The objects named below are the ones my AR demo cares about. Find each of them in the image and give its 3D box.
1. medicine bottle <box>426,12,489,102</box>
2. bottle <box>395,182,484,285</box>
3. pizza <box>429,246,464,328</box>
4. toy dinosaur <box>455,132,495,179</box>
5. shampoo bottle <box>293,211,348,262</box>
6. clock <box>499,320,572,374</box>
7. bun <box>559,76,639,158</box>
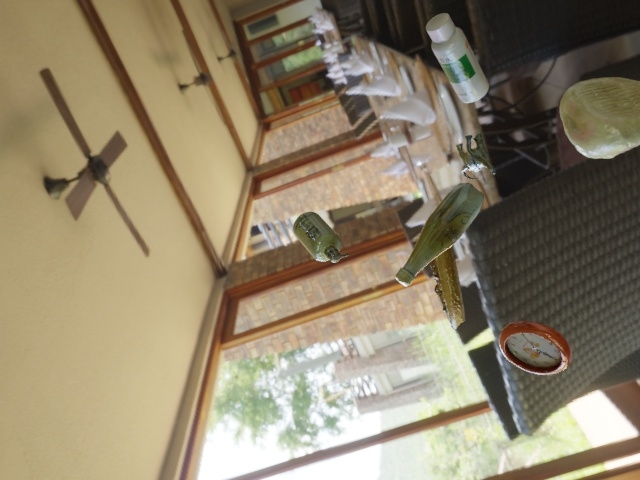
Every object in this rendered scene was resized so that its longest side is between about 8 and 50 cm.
[{"bbox_3d":[0.376,-0.500,1.601,0.260,0.095,0.095,48,-161,-38],"label":"medicine bottle"},{"bbox_3d":[0.259,-0.011,1.284,0.083,0.269,0.083,39,168,10],"label":"bottle"},{"bbox_3d":[0.435,0.138,1.984,0.268,0.087,0.257,69,-170,-58],"label":"pizza"},{"bbox_3d":[0.518,-0.279,1.960,0.363,0.077,0.147,-112,6,-88],"label":"toy dinosaur"},{"bbox_3d":[0.000,0.000,1.370,0.162,0.079,0.079,49,168,48],"label":"shampoo bottle"},{"bbox_3d":[0.629,0.315,1.709,0.051,0.205,0.205,-52,-49,-38],"label":"clock"},{"bbox_3d":[1.009,-0.420,2.022,0.213,0.362,0.360,85,172,-49],"label":"bun"}]
